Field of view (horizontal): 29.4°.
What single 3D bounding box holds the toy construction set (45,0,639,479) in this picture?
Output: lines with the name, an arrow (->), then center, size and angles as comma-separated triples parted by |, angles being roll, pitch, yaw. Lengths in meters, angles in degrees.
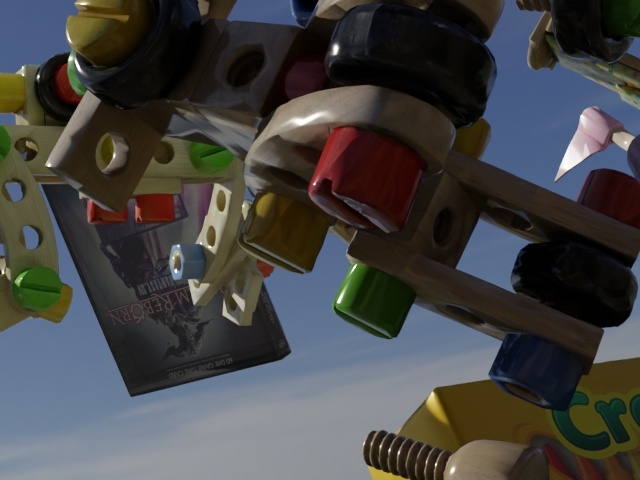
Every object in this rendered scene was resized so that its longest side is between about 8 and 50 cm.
toy construction set -> 0.000, 0.000, 0.547 | 0.237, 0.309, 0.257 | 11, 6, 34

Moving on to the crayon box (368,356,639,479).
crayon box -> 0.252, 0.226, 0.753 | 0.362, 0.313, 0.106 | -4, -33, -32

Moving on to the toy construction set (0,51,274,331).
toy construction set -> -0.152, -0.020, 0.894 | 0.327, 0.215, 0.151 | 1, -7, -44

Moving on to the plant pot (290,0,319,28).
plant pot -> 0.053, -0.346, 1.181 | 0.235, 0.236, 0.212 | -9, -39, 4

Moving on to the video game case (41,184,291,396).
video game case -> -0.155, 0.001, 1.131 | 0.196, 0.274, 0.026 | -17, 7, 34

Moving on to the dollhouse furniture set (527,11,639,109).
dollhouse furniture set -> 0.234, -0.145, 0.831 | 0.101, 0.182, 0.161 | -60, -25, -1

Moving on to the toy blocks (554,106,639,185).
toy blocks -> 0.215, -0.082, 0.378 | 0.308, 0.260, 0.289 | 12, -66, -41
